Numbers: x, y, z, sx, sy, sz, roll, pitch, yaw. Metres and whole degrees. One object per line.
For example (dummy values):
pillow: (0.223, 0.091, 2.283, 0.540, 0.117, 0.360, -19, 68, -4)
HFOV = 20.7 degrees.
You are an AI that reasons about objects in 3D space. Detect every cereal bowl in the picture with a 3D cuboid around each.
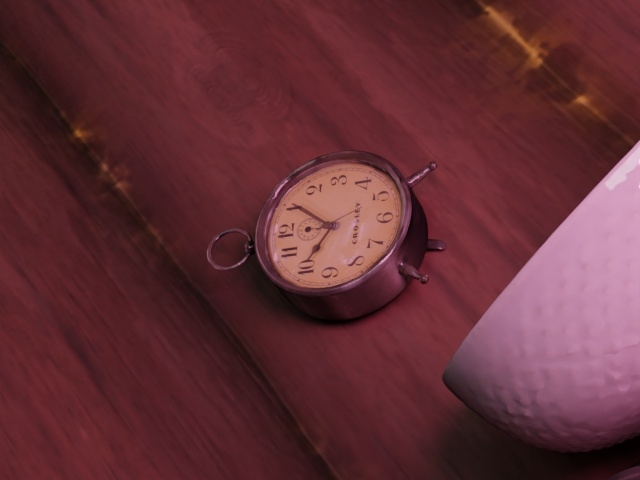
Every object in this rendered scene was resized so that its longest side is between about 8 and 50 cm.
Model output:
cereal bowl: (0.240, 0.013, 1.105, 0.141, 0.339, 0.339, 44, 83, 9)

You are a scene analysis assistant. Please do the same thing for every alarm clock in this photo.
alarm clock: (0.000, 0.000, 1.365, 0.192, 0.064, 0.129, -5, 58, 20)

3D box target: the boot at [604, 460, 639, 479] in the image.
boot: (0.284, 0.215, 1.051, 0.091, 0.263, 0.229, -23, 79, -27)
